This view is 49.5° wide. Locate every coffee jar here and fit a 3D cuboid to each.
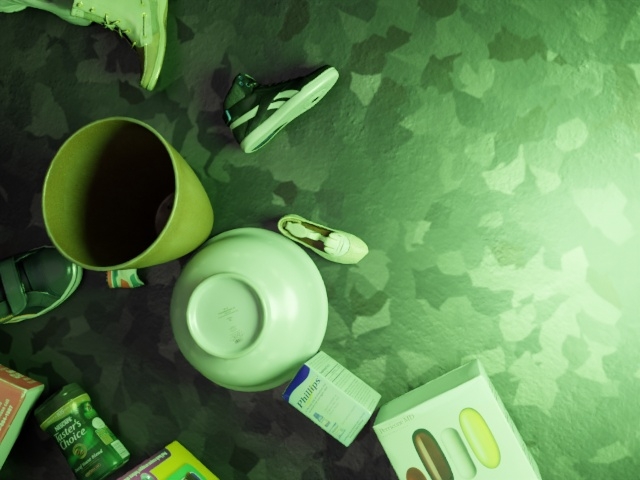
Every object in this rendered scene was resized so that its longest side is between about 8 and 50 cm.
[{"bbox_3d":[-0.443,0.359,1.284,0.096,0.079,0.184,-40,82,8],"label":"coffee jar"}]

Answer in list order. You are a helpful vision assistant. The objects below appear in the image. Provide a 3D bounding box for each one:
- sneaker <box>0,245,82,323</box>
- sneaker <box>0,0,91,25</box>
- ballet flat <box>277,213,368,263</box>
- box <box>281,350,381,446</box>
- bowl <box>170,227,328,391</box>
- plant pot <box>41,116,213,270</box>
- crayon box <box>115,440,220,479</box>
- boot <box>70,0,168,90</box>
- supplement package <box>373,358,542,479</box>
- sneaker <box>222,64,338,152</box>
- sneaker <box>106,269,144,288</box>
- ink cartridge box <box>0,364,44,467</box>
[{"bbox_3d":[-0.609,0.101,1.298,0.321,0.127,0.126,-23,84,9],"label":"sneaker"},{"bbox_3d":[-0.560,-0.485,1.292,0.297,0.129,0.111,12,93,12],"label":"sneaker"},{"bbox_3d":[0.000,0.000,1.214,0.168,0.052,0.057,19,93,10],"label":"ballet flat"},{"bbox_3d":[0.021,0.263,1.170,0.137,0.126,0.072,36,98,10],"label":"box"},{"bbox_3d":[-0.143,0.124,1.201,0.297,0.134,0.298,0,89,12],"label":"bowl"},{"bbox_3d":[-0.285,-0.056,1.162,0.237,0.254,0.237,-2,82,16],"label":"plant pot"},{"bbox_3d":[-0.214,0.501,1.093,0.313,0.363,0.106,40,97,9],"label":"crayon box"},{"bbox_3d":[-0.361,-0.381,1.239,0.165,0.077,0.213,4,84,-26],"label":"boot"},{"bbox_3d":[0.220,0.333,1.118,0.194,0.149,0.203,-29,85,10],"label":"supplement package"},{"bbox_3d":[-0.085,-0.266,1.220,0.217,0.079,0.121,-37,84,10],"label":"sneaker"},{"bbox_3d":[-0.353,0.011,1.290,0.075,0.057,0.161,4,89,-6],"label":"sneaker"},{"bbox_3d":[-0.745,0.304,1.228,0.384,0.160,0.279,27,81,-6],"label":"ink cartridge box"}]
